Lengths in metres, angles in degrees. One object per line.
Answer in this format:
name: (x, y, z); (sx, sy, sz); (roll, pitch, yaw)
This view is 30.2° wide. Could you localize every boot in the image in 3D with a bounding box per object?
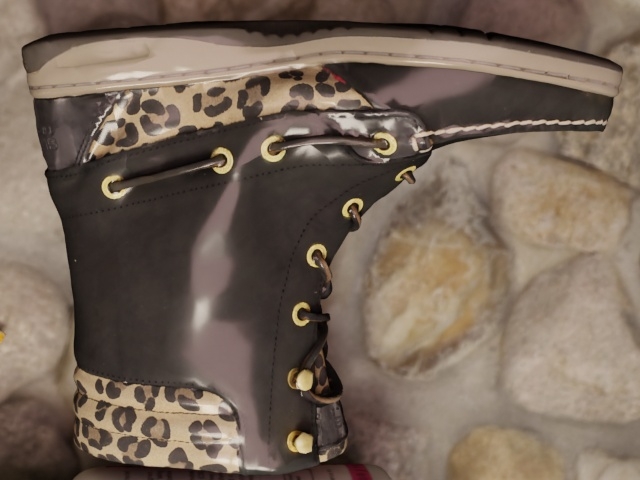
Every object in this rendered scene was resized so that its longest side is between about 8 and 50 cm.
boot: (0.000, 0.000, 0.777); (0.378, 0.138, 0.284); (0, 100, -5)

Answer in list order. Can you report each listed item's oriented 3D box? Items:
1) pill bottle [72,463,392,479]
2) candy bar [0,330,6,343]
pill bottle: (-0.093, 0.232, 0.799); (0.283, 0.160, 0.160); (1, 101, -9)
candy bar: (-0.279, 0.121, 0.822); (0.040, 0.018, 0.161); (33, 95, -10)
